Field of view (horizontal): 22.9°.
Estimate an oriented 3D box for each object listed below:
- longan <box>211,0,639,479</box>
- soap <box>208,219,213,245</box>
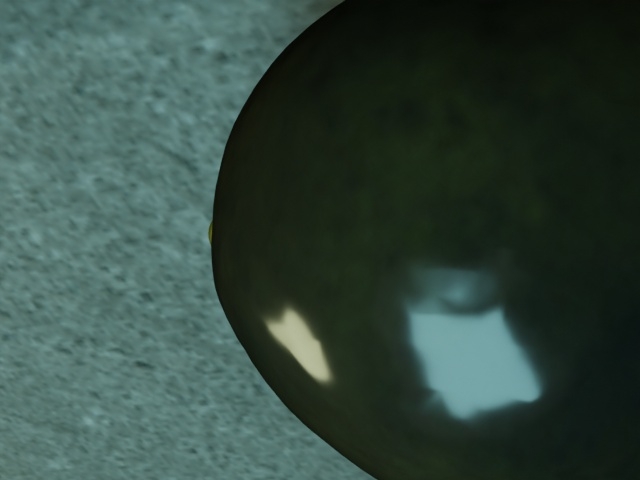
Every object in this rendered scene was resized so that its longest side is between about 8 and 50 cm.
[{"bbox_3d":[0.061,-0.001,0.465,0.187,0.167,0.167,-8,136,-3],"label":"longan"},{"bbox_3d":[0.000,0.000,0.589,0.089,0.012,0.034,-1,135,20],"label":"soap"}]
